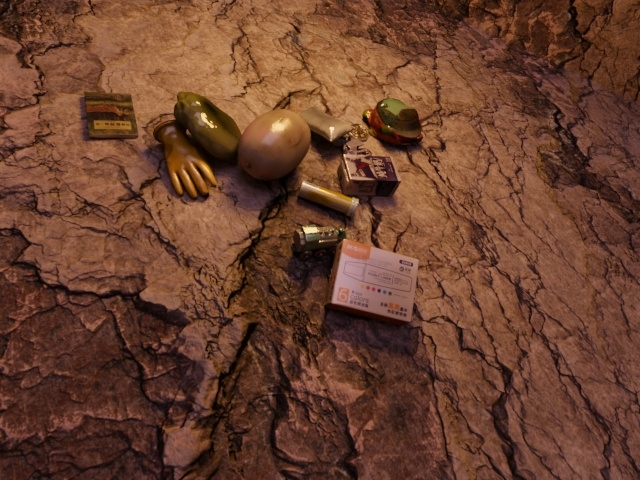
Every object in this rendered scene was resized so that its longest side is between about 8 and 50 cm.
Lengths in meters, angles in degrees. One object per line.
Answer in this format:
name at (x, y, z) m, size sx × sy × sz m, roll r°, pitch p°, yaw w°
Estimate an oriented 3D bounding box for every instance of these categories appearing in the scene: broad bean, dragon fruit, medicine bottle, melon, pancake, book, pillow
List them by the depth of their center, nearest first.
broad bean at (-0.391, -0.404, 1.466) m, size 0.291 × 0.119 × 0.238 m, roll 36°, pitch 27°, yaw -43°
melon at (-0.164, -0.349, 1.497) m, size 0.223 × 0.223 × 0.317 m, roll 34°, pitch 54°, yaw 7°
book at (-0.760, -0.457, 1.498) m, size 0.160 × 0.024 × 0.229 m, roll -7°, pitch 58°, yaw -26°
medicine bottle at (0.029, -0.156, 1.525) m, size 0.217 × 0.074 × 0.074 m, roll 21°, pitch 52°, yaw -2°
pillow at (0.016, -0.488, 1.716) m, size 0.144 × 0.078 × 0.254 m, roll -27°, pitch 48°, yaw -30°
pancake at (0.168, -0.485, 1.839) m, size 0.107 × 0.017 × 0.108 m, roll 10°, pitch 57°, yaw -15°
dragon fruit at (0.338, -0.543, 1.875) m, size 0.294 × 0.130 × 0.269 m, roll 19°, pitch 57°, yaw -6°

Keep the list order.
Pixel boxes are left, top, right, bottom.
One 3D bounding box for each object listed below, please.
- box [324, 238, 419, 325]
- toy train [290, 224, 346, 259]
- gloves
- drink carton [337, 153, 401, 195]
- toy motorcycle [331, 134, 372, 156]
box at (0.165, 0.137, 1.320) m, size 0.273 × 0.091 × 0.221 m, roll 13°, pitch 71°, yaw -9°
toy train at (0.000, 0.000, 1.370) m, size 0.193 × 0.125 × 0.081 m, roll -8°, pitch 62°, yaw -23°
gloves at (-0.468, -0.267, 1.432) m, size 0.132 × 0.116 × 0.295 m, roll -29°, pitch 76°, yaw -3°
drink carton at (0.189, -0.257, 1.634) m, size 0.222 × 0.102 × 0.134 m, roll -1°, pitch 59°, yaw -17°
toy motorcycle at (0.108, -0.383, 1.713) m, size 0.122 × 0.080 × 0.215 m, roll -32°, pitch 60°, yaw -32°
